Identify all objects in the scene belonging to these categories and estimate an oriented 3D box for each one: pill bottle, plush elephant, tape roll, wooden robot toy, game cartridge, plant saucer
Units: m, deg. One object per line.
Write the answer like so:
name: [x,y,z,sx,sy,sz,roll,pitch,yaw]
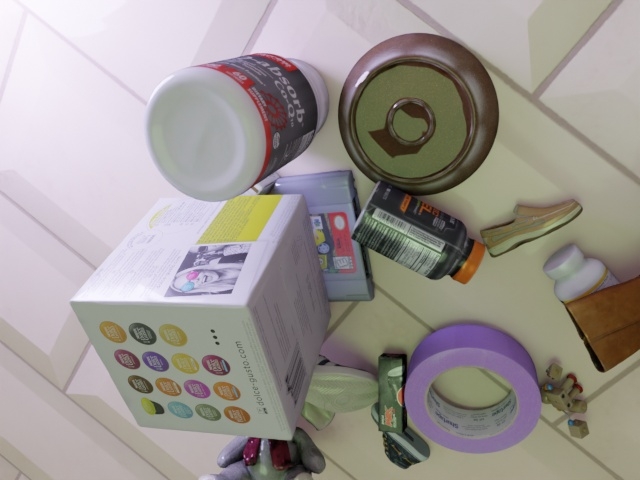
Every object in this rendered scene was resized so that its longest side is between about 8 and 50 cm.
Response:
pill bottle: [-0.124,-0.219,1.015,0.210,0.363,0.210,8,115,18]
plush elephant: [-0.110,0.448,1.374,0.271,0.330,0.255,-5,87,18]
pill bottle: [0.502,0.099,1.060,0.184,0.103,0.103,47,120,-2]
tape roll: [0.319,0.317,1.216,0.274,0.090,0.275,5,116,11]
wooden robot toy: [0.496,0.326,1.197,0.173,0.076,0.079,58,154,-9]
game cartridge: [0.000,0.000,1.243,0.196,0.060,0.294,-3,111,26]
pill bottle: [0.192,-0.007,1.116,0.245,0.130,0.130,27,119,3]
plant saucer: [0.174,-0.226,1.081,0.310,0.050,0.311,7,114,17]

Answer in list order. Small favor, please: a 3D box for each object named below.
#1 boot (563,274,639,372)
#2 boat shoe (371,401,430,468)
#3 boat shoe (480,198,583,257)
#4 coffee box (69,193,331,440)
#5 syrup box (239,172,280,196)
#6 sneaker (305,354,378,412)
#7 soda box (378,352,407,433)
boot: [0.543,0.055,0.976,0.280,0.096,0.264,-26,106,4]
boat shoe: [0.170,0.473,1.370,0.183,0.065,0.083,45,119,-3]
boat shoe: [0.387,-0.037,1.072,0.190,0.068,0.072,-30,87,29]
coffee box: [-0.198,0.137,1.117,0.334,0.338,0.338,0,125,17]
syrup box: [-0.199,-0.074,1.262,0.096,0.093,0.237,40,120,1]
sneaker: [-0.023,0.296,1.326,0.350,0.148,0.131,15,117,-21]
soda box: [0.163,0.343,1.290,0.060,0.053,0.169,-1,89,21]
